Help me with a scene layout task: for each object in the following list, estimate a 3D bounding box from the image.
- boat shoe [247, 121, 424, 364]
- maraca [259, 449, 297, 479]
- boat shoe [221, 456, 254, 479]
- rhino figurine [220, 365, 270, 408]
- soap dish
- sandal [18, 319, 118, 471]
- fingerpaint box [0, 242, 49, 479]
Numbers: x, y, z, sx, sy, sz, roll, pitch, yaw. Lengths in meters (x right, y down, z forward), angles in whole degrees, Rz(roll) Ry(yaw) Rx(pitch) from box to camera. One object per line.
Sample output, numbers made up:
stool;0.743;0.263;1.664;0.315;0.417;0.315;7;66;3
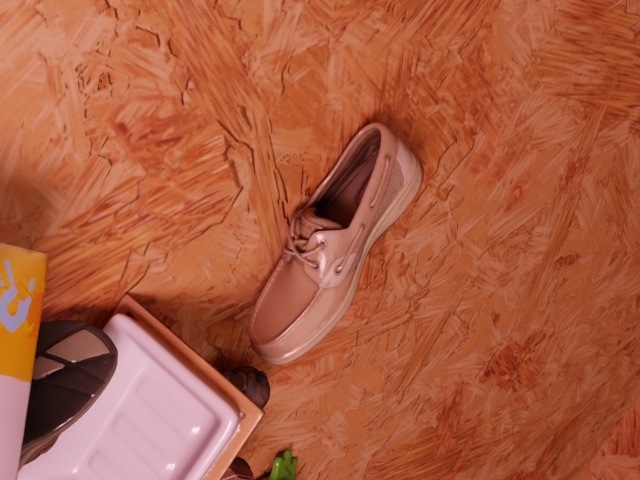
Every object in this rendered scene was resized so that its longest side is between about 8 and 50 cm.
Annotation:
boat shoe;0.000;0.000;1.210;0.341;0.121;0.110;-58;140;-7
maraca;-0.083;0.433;1.511;0.127;0.099;0.186;71;40;-58
boat shoe;-0.210;0.428;1.292;0.324;0.120;0.122;-43;141;16
rhino figurine;-0.155;0.273;1.312;0.243;0.073;0.106;-55;153;12
soap dish;-0.216;0.247;1.113;0.291;0.229;0.118;-57;160;9
sandal;-0.351;0.208;1.042;0.303;0.120;0.086;-47;171;-1
fingerpaint box;-0.436;0.145;0.668;0.444;0.163;0.371;21;72;-58
